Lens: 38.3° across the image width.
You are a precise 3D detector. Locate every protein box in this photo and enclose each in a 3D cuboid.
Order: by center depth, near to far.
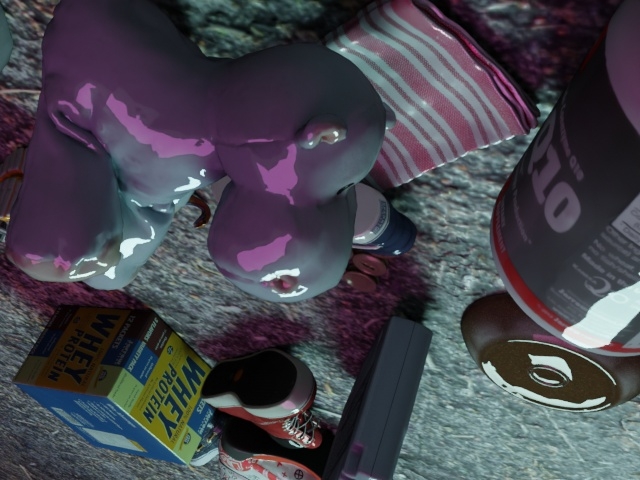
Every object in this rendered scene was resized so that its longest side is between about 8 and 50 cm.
[{"bbox_3d":[-0.286,0.207,1.329,0.201,0.136,0.200,0,142,35],"label":"protein box"}]

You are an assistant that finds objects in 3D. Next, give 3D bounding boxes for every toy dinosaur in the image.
[{"bbox_3d":[-0.146,-0.044,0.932,0.082,0.047,0.090,12,142,-16],"label":"toy dinosaur"}]

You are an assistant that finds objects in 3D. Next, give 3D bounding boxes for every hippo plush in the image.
[{"bbox_3d":[-0.066,-0.083,0.663,0.236,0.234,0.294,12,107,9],"label":"hippo plush"}]

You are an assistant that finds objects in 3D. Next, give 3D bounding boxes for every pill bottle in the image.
[{"bbox_3d":[0.216,-0.056,0.529,0.161,0.161,0.283,23,150,2],"label":"pill bottle"}]

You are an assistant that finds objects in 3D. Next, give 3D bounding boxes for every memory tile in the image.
[{"bbox_3d":[0.000,0.000,0.920,0.148,0.012,0.113,24,150,-1],"label":"memory tile"}]

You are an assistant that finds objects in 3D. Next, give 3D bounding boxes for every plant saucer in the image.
[{"bbox_3d":[0.233,0.124,0.928,0.198,0.036,0.199,18,150,11],"label":"plant saucer"}]

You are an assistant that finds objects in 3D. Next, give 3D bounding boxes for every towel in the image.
[{"bbox_3d":[0.052,-0.104,0.702,0.144,0.029,0.197,38,147,-21],"label":"towel"}]

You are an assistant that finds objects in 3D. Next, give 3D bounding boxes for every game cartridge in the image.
[{"bbox_3d":[0.054,0.209,1.026,0.062,0.198,0.297,23,151,3],"label":"game cartridge"}]

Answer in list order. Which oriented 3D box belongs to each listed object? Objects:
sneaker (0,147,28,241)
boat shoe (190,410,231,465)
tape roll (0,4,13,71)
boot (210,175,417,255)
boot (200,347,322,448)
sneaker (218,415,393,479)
[{"bbox_3d":[-0.332,-0.043,1.036,0.083,0.084,0.215,28,156,-34],"label":"sneaker"},{"bbox_3d":[-0.197,0.314,1.515,0.083,0.065,0.183,35,141,-18],"label":"boat shoe"},{"bbox_3d":[-0.390,-0.203,0.819,0.219,0.072,0.219,17,149,11],"label":"tape roll"},{"bbox_3d":[-0.009,-0.027,0.834,0.190,0.069,0.086,20,175,34],"label":"boot"},{"bbox_3d":[-0.036,0.227,1.238,0.176,0.088,0.244,37,156,-22],"label":"boot"},{"bbox_3d":[-0.028,0.356,1.398,0.270,0.090,0.145,19,139,2],"label":"sneaker"}]
